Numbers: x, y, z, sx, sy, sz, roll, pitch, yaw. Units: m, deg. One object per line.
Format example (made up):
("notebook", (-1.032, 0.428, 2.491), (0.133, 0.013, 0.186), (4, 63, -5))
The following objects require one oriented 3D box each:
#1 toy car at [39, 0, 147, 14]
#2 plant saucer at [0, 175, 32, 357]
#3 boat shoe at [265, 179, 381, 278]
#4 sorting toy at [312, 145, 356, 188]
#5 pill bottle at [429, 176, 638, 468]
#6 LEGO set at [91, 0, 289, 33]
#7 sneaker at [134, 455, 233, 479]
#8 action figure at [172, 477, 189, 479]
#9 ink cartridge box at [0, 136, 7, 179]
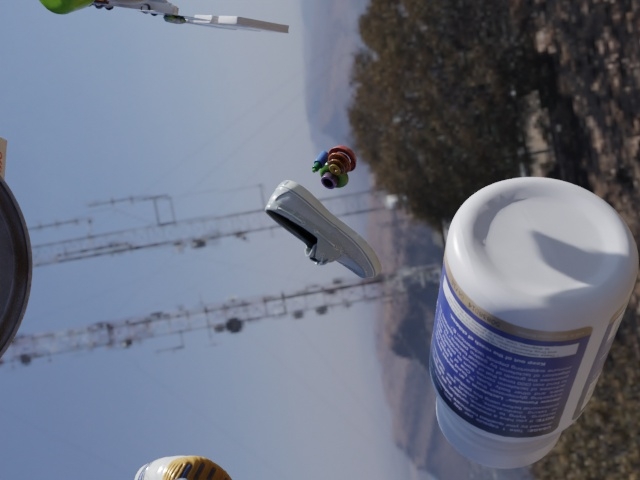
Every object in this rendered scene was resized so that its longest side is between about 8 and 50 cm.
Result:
("toy car", (-0.144, -0.284, 0.749), (0.149, 0.155, 0.188), (50, 135, 5))
("plant saucer", (-0.458, 0.029, 1.088), (0.050, 0.310, 0.311), (45, -145, -88))
("boat shoe", (0.000, -0.001, 1.701), (0.227, 0.081, 0.079), (41, 157, -8))
("sorting toy", (0.017, -0.109, 1.587), (0.042, 0.061, 0.102), (-55, -4, -35))
("pill bottle", (0.176, 0.084, 0.893), (0.265, 0.153, 0.153), (91, 173, -49))
("LEGO set", (-0.184, -0.295, 1.245), (0.182, 0.244, 0.060), (20, 105, 54))
("sneaker", (-0.137, 0.401, 1.399), (0.112, 0.131, 0.296), (-49, -65, -36))
("action figure", (-0.196, 0.482, 1.209), (0.330, 0.178, 0.341), (-34, 74, 45))
("ink cartridge box", (-0.696, -0.121, 1.876), (0.353, 0.119, 0.207), (34, -127, -66))
